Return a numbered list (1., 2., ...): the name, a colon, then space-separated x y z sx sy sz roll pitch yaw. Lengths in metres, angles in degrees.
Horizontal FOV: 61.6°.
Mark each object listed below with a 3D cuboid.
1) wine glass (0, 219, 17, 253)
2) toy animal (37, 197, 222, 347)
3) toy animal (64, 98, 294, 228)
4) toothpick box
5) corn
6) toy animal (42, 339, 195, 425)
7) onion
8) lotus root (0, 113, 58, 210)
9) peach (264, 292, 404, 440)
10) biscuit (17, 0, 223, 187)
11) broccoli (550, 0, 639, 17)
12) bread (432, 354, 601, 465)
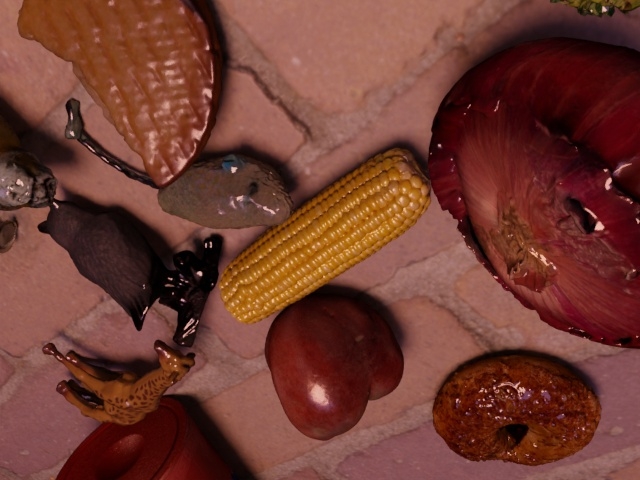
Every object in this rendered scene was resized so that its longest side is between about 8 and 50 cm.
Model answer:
1. wine glass: -0.402 -0.016 0.626 0.083 0.039 0.042 17 132 3
2. toy animal: -0.221 0.036 0.580 0.210 0.117 0.121 23 130 -6
3. toy animal: -0.142 -0.065 0.539 0.253 0.070 0.079 19 89 13
4. toothpick box: -0.192 0.411 0.759 0.204 0.204 0.333 -17 118 20
5. corn: 0.000 0.000 0.532 0.248 0.081 0.081 -34 110 27
6. toy animal: -0.249 0.183 0.683 0.275 0.054 0.149 -4 118 32
7. onion: 0.192 -0.036 0.399 0.161 0.248 0.248 -43 108 4
8. lotus root: -0.406 -0.098 0.523 0.322 0.140 0.158 16 99 -6
9. peach: 0.008 0.127 0.583 0.152 0.152 0.152 5 123 8
10. biscuit: -0.172 -0.160 0.468 0.176 0.031 0.229 1 107 9
11. broccoli: 0.140 -0.228 0.296 0.194 0.194 0.220 -24 109 24
12. bread: 0.228 0.209 0.633 0.193 0.064 0.193 5 126 7
